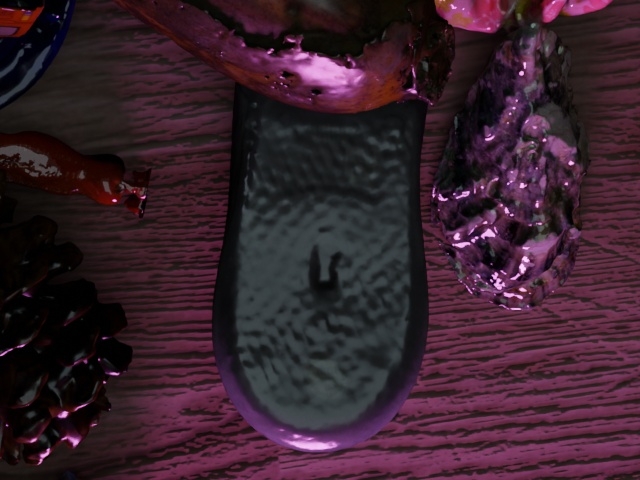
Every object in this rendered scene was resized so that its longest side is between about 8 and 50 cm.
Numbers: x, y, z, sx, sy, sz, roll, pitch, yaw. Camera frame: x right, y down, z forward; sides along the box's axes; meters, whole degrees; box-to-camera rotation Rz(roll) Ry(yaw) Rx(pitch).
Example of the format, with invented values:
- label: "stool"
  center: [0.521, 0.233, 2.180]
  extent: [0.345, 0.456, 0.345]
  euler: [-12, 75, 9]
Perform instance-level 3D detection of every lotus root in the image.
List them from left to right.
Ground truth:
- label: "lotus root"
  center: [-0.057, -0.237, 1.393]
  extent: [0.397, 0.179, 0.196]
  euler: [31, 88, -6]

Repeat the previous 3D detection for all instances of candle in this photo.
- label: "candle"
  center: [-0.309, -0.083, 1.478]
  extent: [0.329, 0.048, 0.051]
  euler: [13, 69, -11]

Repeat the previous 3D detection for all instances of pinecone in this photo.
- label: "pinecone"
  center: [-0.288, 0.075, 1.421]
  extent: [0.224, 0.224, 0.272]
  euler: [-39, 114, -2]

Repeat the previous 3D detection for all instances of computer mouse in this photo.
- label: "computer mouse"
  center: [0.000, 0.000, 1.501]
  extent: [0.188, 0.122, 0.370]
  euler: [4, 87, -7]

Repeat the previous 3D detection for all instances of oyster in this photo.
- label: "oyster"
  center: [0.190, -0.061, 1.541]
  extent: [0.199, 0.087, 0.252]
  euler: [32, 111, -13]

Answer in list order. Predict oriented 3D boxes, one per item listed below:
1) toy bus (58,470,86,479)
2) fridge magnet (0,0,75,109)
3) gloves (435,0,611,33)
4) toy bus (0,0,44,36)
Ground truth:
- label: "toy bus"
  center: [-0.248, 0.366, 1.503]
  extent: [0.131, 0.106, 0.297]
  euler: [26, 92, -16]
- label: "fridge magnet"
  center: [-0.338, -0.226, 1.415]
  extent: [0.265, 0.113, 0.265]
  euler: [0, 92, -11]
- label: "gloves"
  center: [0.190, -0.256, 1.496]
  extent: [0.241, 0.126, 0.145]
  euler: [6, 71, -6]
- label: "toy bus"
  center: [-0.274, -0.363, 1.345]
  extent: [0.093, 0.092, 0.408]
  euler: [2, 73, -21]
